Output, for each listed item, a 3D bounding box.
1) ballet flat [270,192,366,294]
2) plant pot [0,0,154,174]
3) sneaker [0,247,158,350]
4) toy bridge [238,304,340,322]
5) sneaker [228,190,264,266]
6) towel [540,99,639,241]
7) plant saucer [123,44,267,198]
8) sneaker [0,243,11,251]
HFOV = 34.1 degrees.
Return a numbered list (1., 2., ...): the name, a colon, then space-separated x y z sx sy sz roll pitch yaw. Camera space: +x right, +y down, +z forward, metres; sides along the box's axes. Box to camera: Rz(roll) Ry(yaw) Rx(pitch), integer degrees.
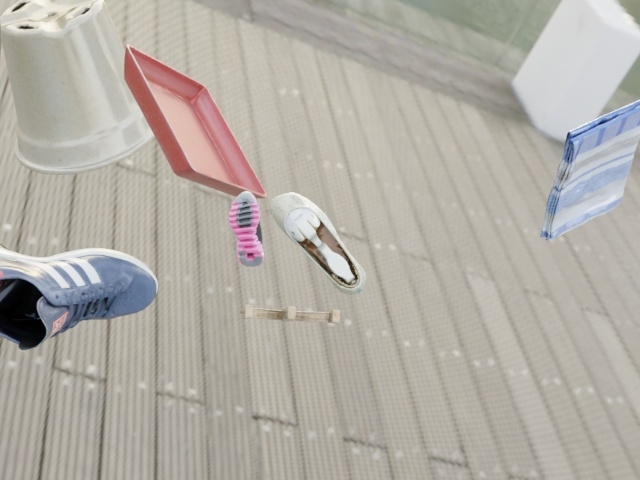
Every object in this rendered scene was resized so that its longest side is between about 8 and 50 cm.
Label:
1. ballet flat: 0.000 0.000 1.346 0.168 0.057 0.052 46 1 2
2. plant pot: -0.538 -0.358 2.237 0.333 0.305 0.334 -7 37 5
3. sneaker: -0.381 0.094 1.511 0.350 0.131 0.148 3 32 -38
4. toy bridge: -0.061 0.139 1.959 0.188 0.026 0.063 4 -9 -14
5. sneaker: -0.104 -0.023 1.523 0.047 0.119 0.057 1 31 7
6. towel: 0.528 -0.131 2.002 0.209 0.285 0.034 -25 54 -21
7. plant saucer: -0.218 -0.184 1.756 0.259 0.047 0.258 61 17 19
8. sneaker: -0.556 0.001 1.590 0.232 0.090 0.081 24 54 7
